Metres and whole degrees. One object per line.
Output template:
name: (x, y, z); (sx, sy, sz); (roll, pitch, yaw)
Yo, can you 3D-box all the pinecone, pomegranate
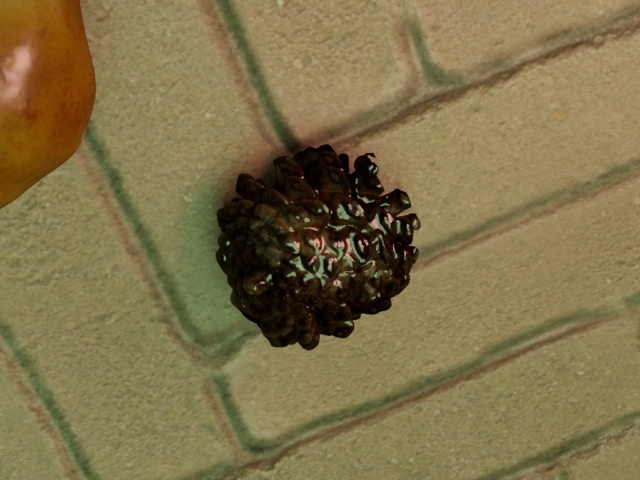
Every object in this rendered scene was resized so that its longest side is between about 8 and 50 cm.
pinecone: (0.001, -0.003, 1.809); (0.296, 0.242, 0.298); (-17, 117, -15)
pomegranate: (-0.484, -0.223, 1.528); (0.417, 0.416, 0.416); (-5, 117, -10)
